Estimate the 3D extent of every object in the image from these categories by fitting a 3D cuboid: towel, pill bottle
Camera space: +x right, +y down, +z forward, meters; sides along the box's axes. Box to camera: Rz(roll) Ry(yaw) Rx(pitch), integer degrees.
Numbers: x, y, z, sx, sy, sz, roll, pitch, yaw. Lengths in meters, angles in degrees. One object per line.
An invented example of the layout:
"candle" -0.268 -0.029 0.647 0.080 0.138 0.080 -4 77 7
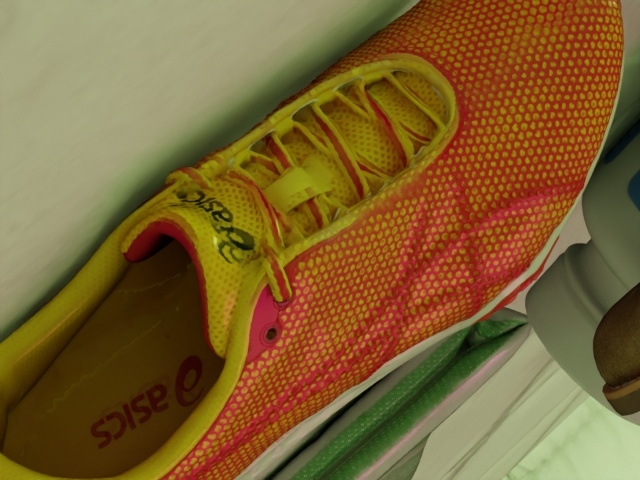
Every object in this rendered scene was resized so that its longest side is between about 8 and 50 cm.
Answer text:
"towel" -0.009 0.154 1.031 0.248 0.038 0.325 -42 169 -19
"pill bottle" 0.196 -0.022 0.890 0.221 0.124 0.124 -48 169 23

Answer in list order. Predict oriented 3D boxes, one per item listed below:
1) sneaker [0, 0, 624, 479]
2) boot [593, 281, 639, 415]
"sneaker" 0.000 0.000 0.407 0.175 0.064 0.067 -45 160 -11
"boot" 0.185 -0.057 0.751 0.305 0.115 0.112 -52 175 31
